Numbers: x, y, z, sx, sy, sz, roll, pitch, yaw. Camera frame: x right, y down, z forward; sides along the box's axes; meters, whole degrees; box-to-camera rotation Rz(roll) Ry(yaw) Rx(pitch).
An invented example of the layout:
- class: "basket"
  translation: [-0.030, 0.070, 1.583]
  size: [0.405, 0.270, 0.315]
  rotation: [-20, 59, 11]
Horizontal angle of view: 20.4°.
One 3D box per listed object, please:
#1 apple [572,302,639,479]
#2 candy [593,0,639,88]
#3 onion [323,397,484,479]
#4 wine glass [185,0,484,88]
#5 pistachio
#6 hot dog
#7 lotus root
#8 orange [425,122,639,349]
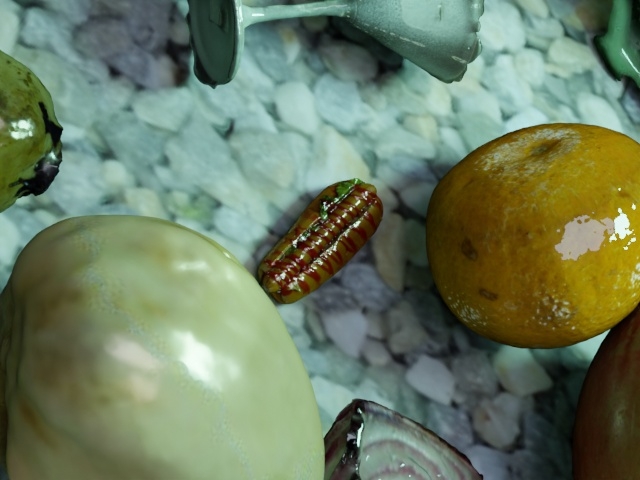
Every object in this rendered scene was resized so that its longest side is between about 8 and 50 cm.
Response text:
- class: "apple"
  translation: [0.369, 0.182, 1.526]
  size: [0.319, 0.319, 0.277]
  rotation: [26, 50, -21]
- class: "candy"
  translation: [0.427, -0.177, 1.725]
  size: [0.263, 0.172, 0.398]
  rotation: [-36, 110, -24]
- class: "onion"
  translation: [0.055, 0.315, 1.445]
  size: [0.280, 0.146, 0.314]
  rotation: [39, 42, -38]
- class: "wine glass"
  translation: [0.008, -0.198, 1.521]
  size: [0.232, 0.156, 0.156]
  rotation: [-8, 84, -24]
- class: "pistachio"
  translation: [-0.128, 0.125, 1.333]
  size: [0.238, 0.229, 0.321]
  rotation: [-29, 115, -5]
- class: "hot dog"
  translation: [0.001, 0.000, 1.531]
  size: [0.144, 0.038, 0.062]
  rotation: [-44, 101, -27]
- class: "lotus root"
  translation: [-0.299, -0.092, 1.348]
  size: [0.214, 0.138, 0.138]
  rotation: [13, 74, -14]
- class: "orange"
  translation: [0.200, -0.003, 1.538]
  size: [0.224, 0.224, 0.170]
  rotation: [-32, 121, -29]
